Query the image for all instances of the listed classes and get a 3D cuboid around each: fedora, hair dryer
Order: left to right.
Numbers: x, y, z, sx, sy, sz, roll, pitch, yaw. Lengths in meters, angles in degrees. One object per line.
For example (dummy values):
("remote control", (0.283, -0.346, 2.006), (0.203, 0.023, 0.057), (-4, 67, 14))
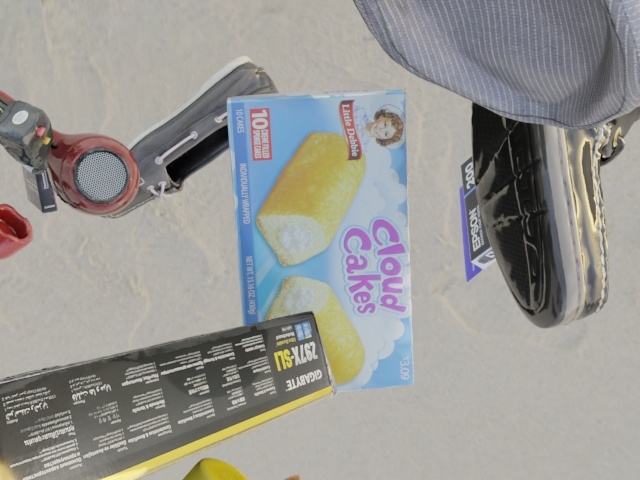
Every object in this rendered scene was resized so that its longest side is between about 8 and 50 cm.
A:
("hair dryer", (-0.264, -0.110, 0.757), (0.080, 0.223, 0.293), (-47, 161, -10))
("fedora", (0.100, -0.130, 0.354), (0.124, 0.244, 0.275), (-69, 156, -6))

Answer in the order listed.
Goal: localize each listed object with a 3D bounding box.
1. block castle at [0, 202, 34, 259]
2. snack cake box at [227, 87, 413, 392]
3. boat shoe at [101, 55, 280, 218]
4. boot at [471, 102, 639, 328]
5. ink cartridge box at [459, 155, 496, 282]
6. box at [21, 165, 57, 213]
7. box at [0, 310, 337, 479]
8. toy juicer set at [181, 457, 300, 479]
("block castle", (-0.564, 0.045, 1.079), (0.213, 0.453, 0.303), (-42, 122, 16))
("snack cake box", (0.000, 0.000, 0.722), (0.152, 0.089, 0.264), (-4, 102, -6))
("boat shoe", (-0.198, -0.135, 1.196), (0.335, 0.112, 0.095), (-43, 78, 0))
("boot", (0.271, -0.125, 0.659), (0.284, 0.138, 0.377), (-3, 76, -10))
("ink cartridge box", (0.282, -0.066, 1.322), (0.045, 0.206, 0.208), (18, 142, -22))
("box", (-0.474, -0.134, 1.325), (0.029, 0.116, 0.162), (-16, 111, -27))
("box", (-0.178, 0.131, 0.558), (0.257, 0.322, 0.079), (-17, 83, 29))
("toy juicer set", (0.037, 0.285, 0.554), (0.089, 0.329, 0.209), (-57, 146, 3))
